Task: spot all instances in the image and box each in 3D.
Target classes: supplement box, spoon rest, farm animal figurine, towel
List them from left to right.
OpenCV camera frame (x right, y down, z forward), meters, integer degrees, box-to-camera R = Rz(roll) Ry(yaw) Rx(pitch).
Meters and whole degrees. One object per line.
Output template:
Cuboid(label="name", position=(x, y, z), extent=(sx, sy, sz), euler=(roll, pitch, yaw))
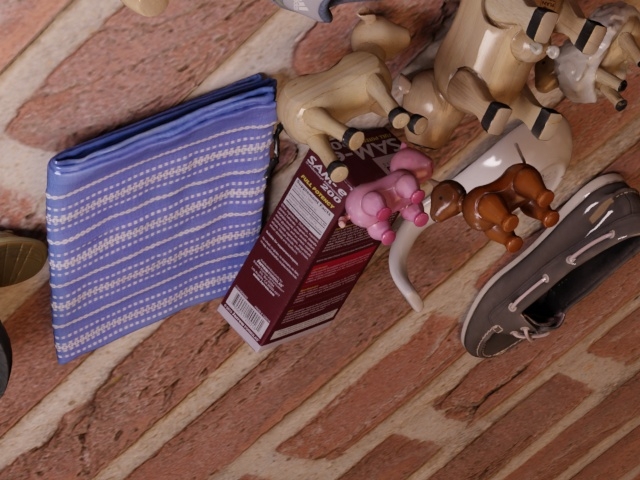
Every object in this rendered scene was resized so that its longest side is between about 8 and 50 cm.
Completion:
Cuboid(label="towel", position=(-0.155, -0.012, 1.645), extent=(0.243, 0.040, 0.336), euler=(-23, 149, -22))
Cuboid(label="supplement box", position=(0.000, 0.000, 1.743), extent=(0.130, 0.073, 0.239), euler=(-17, 146, -49))
Cuboid(label="farm animal figurine", position=(0.126, -0.152, 1.598), extent=(0.330, 0.172, 0.326), euler=(26, 107, -46))
Cuboid(label="spoon rest", position=(0.180, -0.044, 1.890), extent=(0.276, 0.084, 0.137), euler=(-43, 151, -5))

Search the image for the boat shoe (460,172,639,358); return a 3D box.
Cuboid(label="boat shoe", position=(0.295, 0.058, 2.101), extent=(0.112, 0.095, 0.335), euler=(1, 137, -42))

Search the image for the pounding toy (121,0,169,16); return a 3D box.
Cuboid(label="pounding toy", position=(-0.115, -0.308, 1.177), extent=(0.155, 0.154, 0.269), euler=(1, 119, -42))

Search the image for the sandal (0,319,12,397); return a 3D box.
Cuboid(label="sandal", position=(-0.403, 0.052, 1.424), extent=(0.168, 0.107, 0.445), euler=(-1, 147, 15))

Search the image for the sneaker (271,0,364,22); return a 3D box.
Cuboid(label="sneaker", position=(0.065, -0.235, 1.189), extent=(0.300, 0.121, 0.111), euler=(-31, 150, -23))

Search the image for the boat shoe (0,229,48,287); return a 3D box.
Cuboid(label="boat shoe", position=(-0.326, 0.013, 1.558), extent=(0.153, 0.048, 0.056), euler=(-9, 131, -43))
